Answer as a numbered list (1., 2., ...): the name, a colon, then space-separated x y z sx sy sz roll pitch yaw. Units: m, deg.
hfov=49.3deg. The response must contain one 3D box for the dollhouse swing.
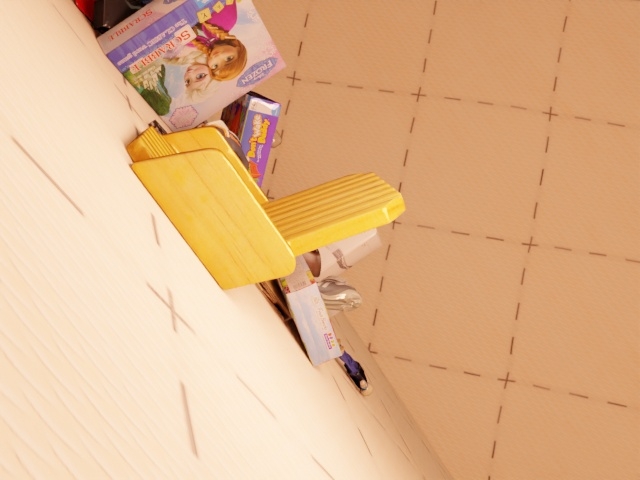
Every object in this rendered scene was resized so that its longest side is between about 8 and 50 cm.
1. dollhouse swing: -0.086 -0.118 1.141 0.315 0.305 0.347 56 2 -16

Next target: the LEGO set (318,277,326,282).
1. LEGO set: -0.045 0.095 1.778 0.287 0.107 0.132 57 1 28

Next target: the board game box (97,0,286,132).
1. board game box: -0.270 -0.416 1.549 0.066 0.318 0.318 58 3 30

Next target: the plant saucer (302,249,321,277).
1. plant saucer: -0.109 -0.026 1.726 0.310 0.050 0.310 39 8 -6

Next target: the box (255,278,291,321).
1. box: -0.125 0.064 1.439 0.164 0.021 0.201 56 0 -22

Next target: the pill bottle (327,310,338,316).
1. pill bottle: -0.005 0.144 2.138 0.180 0.108 0.108 56 1 -22

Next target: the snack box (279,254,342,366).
1. snack box: -0.031 0.130 1.435 0.207 0.070 0.174 -124 -166 -66

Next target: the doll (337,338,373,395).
1. doll: 0.088 0.345 1.864 0.189 0.046 0.129 55 2 -25

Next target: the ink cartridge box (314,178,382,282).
1. ink cartridge box: 0.000 0.000 1.928 0.207 0.283 0.117 57 1 24

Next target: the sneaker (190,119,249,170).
1. sneaker: -0.213 -0.156 1.453 0.126 0.127 0.321 57 1 -45

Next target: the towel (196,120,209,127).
1. towel: -0.376 -0.345 2.385 0.329 0.037 0.237 53 5 -37

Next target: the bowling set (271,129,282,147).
1. bowling set: -0.278 -0.274 2.142 0.154 0.200 0.287 51 43 -4

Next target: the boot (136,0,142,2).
1. boot: -0.477 -0.607 1.387 0.222 0.118 0.338 20 -6 9

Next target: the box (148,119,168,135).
1. box: -0.300 -0.190 1.371 0.067 0.018 0.083 56 1 30

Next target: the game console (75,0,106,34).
1. game console: -0.534 -0.537 1.546 0.124 0.085 0.144 24 -8 15

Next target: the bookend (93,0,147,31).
1. bookend: -0.439 -0.474 1.533 0.157 0.072 0.156 2 0 -45

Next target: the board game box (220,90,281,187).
1. board game box: -0.202 -0.266 1.805 0.078 0.233 0.347 11 13 -20

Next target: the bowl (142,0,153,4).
1. bowl: -0.399 -0.645 1.515 0.391 0.391 0.077 54 39 -65

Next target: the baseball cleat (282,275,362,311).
1. baseball cleat: -0.005 0.124 1.660 0.205 0.072 0.109 13 22 -24
